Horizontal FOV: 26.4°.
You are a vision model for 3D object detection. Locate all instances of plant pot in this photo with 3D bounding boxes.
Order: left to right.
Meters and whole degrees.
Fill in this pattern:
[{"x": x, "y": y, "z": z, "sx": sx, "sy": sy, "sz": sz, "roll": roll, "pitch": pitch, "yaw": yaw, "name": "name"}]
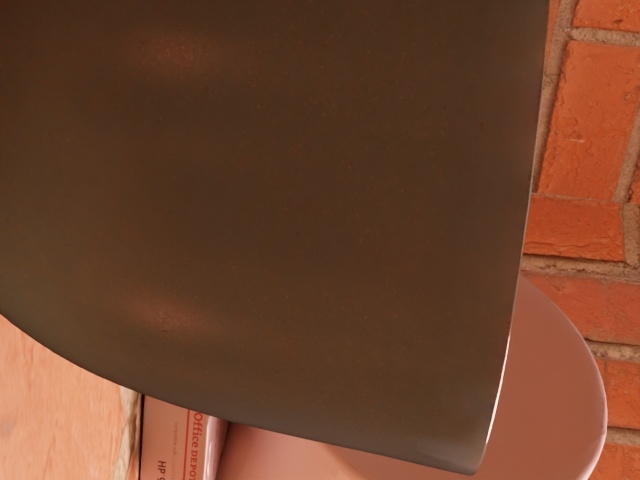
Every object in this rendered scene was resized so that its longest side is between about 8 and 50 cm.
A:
[{"x": -0.032, "y": -0.052, "z": 0.621, "sx": 0.293, "sy": 0.235, "sz": 0.293, "roll": 6, "pitch": 90, "yaw": -87, "name": "plant pot"}]

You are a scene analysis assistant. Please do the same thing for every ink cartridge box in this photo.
[{"x": -0.111, "y": 0.146, "z": 1.152, "sx": 0.180, "sy": 0.060, "sz": 0.104, "roll": -77, "pitch": 174, "yaw": -67, "name": "ink cartridge box"}]

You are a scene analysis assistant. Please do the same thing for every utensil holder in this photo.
[{"x": 0.060, "y": 0.231, "z": 1.304, "sx": 0.385, "sy": 0.327, "sz": 0.327, "roll": 113, "pitch": -10, "yaw": -45, "name": "utensil holder"}]
